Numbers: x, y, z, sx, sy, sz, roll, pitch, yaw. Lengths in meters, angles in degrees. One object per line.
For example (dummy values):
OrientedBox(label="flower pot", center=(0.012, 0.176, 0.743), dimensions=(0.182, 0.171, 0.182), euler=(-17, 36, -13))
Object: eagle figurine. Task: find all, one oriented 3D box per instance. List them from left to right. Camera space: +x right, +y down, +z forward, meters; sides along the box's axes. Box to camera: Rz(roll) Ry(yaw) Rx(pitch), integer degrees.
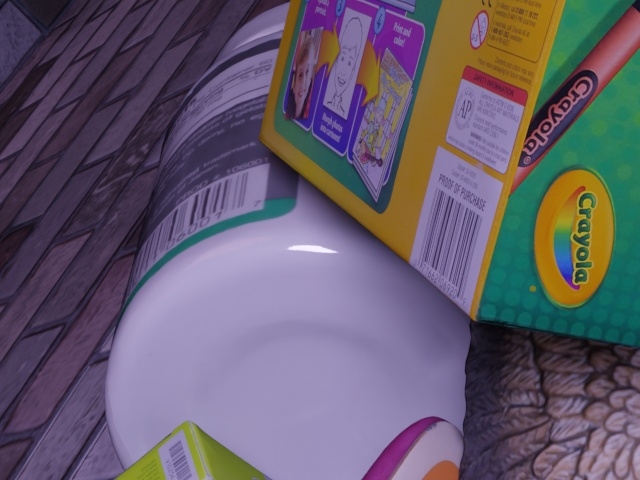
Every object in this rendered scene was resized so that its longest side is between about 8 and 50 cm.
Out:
OrientedBox(label="eagle figurine", center=(0.160, 0.010, 0.597), dimensions=(0.225, 0.226, 0.298), euler=(-3, 36, 30))

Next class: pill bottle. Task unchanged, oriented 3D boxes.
OrientedBox(label="pill bottle", center=(0.000, 0.000, 0.866), dimensions=(0.204, 0.204, 0.361), euler=(-36, 22, 20))

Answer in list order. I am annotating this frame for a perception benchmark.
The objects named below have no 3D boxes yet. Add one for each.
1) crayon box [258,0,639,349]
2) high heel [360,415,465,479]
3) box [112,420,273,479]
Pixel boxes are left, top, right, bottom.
OrientedBox(label="crayon box", center=(0.063, -0.082, 0.581), dimensions=(0.278, 0.081, 0.165), euler=(-136, 59, -67))
OrientedBox(label="high heel", center=(-0.011, 0.187, 0.664), dimensions=(0.117, 0.082, 0.244), euler=(10, 82, 54))
OrientedBox(label="box", center=(-0.040, 0.164, 0.697), dimensions=(0.109, 0.178, 0.042), euler=(-39, 40, 11))
